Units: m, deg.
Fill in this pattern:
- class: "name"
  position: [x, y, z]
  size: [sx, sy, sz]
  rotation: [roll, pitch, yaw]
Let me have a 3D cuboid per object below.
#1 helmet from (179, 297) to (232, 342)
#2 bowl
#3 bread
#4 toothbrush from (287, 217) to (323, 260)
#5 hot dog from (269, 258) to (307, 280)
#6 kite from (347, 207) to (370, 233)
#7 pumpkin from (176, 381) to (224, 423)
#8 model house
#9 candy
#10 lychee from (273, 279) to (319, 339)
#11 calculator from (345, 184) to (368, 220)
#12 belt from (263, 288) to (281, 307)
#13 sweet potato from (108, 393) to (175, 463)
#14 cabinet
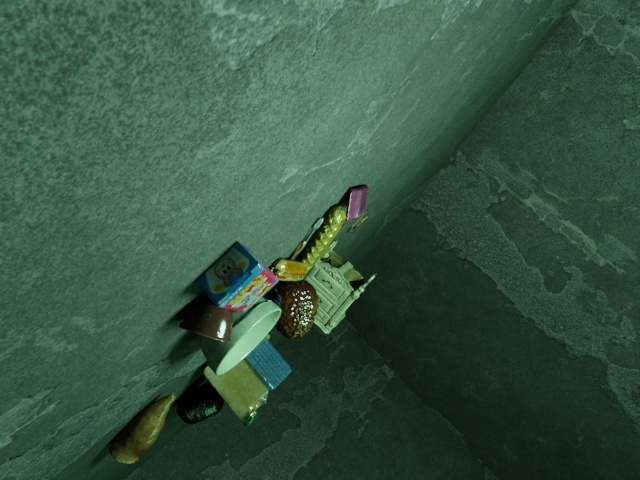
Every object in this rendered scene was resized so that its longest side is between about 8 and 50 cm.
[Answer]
- class: "helmet"
  position: [-0.316, 0.222, 1.285]
  size: [0.175, 0.155, 0.106]
  rotation: [127, -17, -79]
- class: "bowl"
  position: [-0.291, 0.300, 1.530]
  size: [0.307, 0.163, 0.307]
  rotation: [-43, 167, -12]
- class: "bread"
  position: [-0.001, 0.000, 1.732]
  size: [0.077, 0.084, 0.367]
  rotation: [12, 136, -21]
- class: "toothbrush"
  position: [-0.079, 0.030, 1.684]
  size: [0.031, 0.023, 0.321]
  rotation: [-17, 150, -53]
- class: "hot dog"
  position: [-0.114, 0.118, 1.683]
  size: [0.092, 0.062, 0.236]
  rotation: [-49, 156, 14]
- class: "kite"
  position: [0.196, -0.086, 2.272]
  size: [0.183, 0.014, 0.241]
  rotation: [-36, 164, -40]
- class: "pumpkin"
  position: [-0.597, 0.811, 2.207]
  size: [0.233, 0.162, 0.233]
  rotation: [-25, 168, -6]
- class: "model house"
  position: [-0.338, 0.637, 2.166]
  size: [0.343, 0.334, 0.382]
  rotation: [-40, 178, -17]
- class: "candy"
  position: [-0.228, 0.117, 1.283]
  size: [0.157, 0.100, 0.306]
  rotation: [-43, 169, -5]
- class: "lychee"
  position: [-0.120, 0.286, 1.900]
  size: [0.236, 0.271, 0.236]
  rotation: [-3, 163, -1]
- class: "calculator"
  position: [0.144, -0.147, 1.700]
  size: [0.190, 0.034, 0.126]
  rotation: [-25, 124, -63]
- class: "belt"
  position: [-0.234, 0.275, 1.739]
  size: [0.218, 0.122, 0.128]
  rotation: [-51, -167, 32]
- class: "sweet potato"
  position: [-0.697, 0.754, 1.778]
  size: [0.336, 0.131, 0.131]
  rotation: [-46, 169, 6]
- class: "cabinet"
  position: [0.051, 0.215, 2.123]
  size: [0.318, 0.290, 0.227]
  rotation: [-54, 168, 28]
